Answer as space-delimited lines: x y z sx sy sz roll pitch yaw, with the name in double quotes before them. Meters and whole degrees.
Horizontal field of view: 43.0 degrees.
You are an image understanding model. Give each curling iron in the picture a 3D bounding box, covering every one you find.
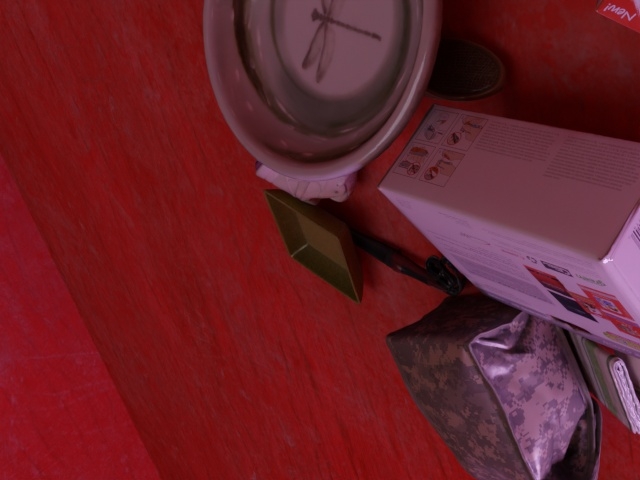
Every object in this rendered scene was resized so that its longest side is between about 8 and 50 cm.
"curling iron" 0.126 0.021 1.289 0.274 0.035 0.068 24 116 46

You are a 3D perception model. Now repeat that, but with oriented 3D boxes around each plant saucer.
"plant saucer" 0.010 -0.278 1.030 0.400 0.100 0.401 10 104 44
"plant saucer" 0.000 0.000 1.384 0.188 0.045 0.188 34 156 35

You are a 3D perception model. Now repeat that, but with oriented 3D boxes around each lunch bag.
"lunch bag" 0.258 0.231 1.161 0.287 0.169 0.235 65 157 -6

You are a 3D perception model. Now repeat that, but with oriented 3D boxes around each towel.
"towel" 0.368 0.171 1.059 0.152 0.023 0.113 -117 4 -74

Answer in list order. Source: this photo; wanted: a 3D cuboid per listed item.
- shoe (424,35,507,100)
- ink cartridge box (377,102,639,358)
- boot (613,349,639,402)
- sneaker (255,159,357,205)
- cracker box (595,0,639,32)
"shoe" 0.144 -0.219 1.029 0.219 0.058 0.077 18 102 38
"ink cartridge box" 0.264 -0.004 0.904 0.309 0.130 0.272 24 166 49
"boot" 0.427 0.132 0.955 0.213 0.077 0.165 9 126 58
"sneaker" 0.022 -0.146 1.228 0.152 0.114 0.305 38 149 -12
"cracker box" 0.354 -0.252 0.653 0.155 0.067 0.232 25 146 -2
